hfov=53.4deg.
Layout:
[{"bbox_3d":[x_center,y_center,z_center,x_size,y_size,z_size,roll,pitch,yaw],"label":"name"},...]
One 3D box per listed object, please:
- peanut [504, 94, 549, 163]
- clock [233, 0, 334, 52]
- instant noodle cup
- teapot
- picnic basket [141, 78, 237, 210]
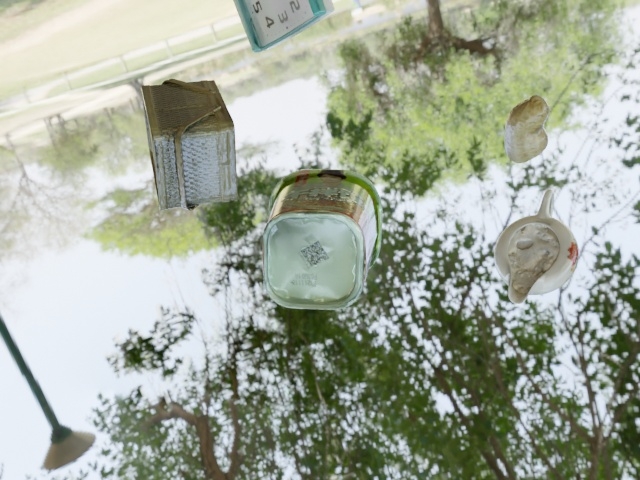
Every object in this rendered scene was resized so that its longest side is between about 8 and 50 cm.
[{"bbox_3d":[0.644,-0.345,1.977,0.137,0.253,0.122,21,-123,30],"label":"peanut"},{"bbox_3d":[-0.090,-0.567,1.352,0.231,0.262,0.116,-13,-168,46],"label":"clock"},{"bbox_3d":[0.000,0.000,1.351,0.294,0.293,0.308,-13,-166,8],"label":"instant noodle cup"},{"bbox_3d":[0.390,0.017,1.144,0.145,0.226,0.092,9,164,29],"label":"teapot"},{"bbox_3d":[-0.243,-0.182,1.169,0.139,0.165,0.266,-8,-146,-15],"label":"picnic basket"}]
